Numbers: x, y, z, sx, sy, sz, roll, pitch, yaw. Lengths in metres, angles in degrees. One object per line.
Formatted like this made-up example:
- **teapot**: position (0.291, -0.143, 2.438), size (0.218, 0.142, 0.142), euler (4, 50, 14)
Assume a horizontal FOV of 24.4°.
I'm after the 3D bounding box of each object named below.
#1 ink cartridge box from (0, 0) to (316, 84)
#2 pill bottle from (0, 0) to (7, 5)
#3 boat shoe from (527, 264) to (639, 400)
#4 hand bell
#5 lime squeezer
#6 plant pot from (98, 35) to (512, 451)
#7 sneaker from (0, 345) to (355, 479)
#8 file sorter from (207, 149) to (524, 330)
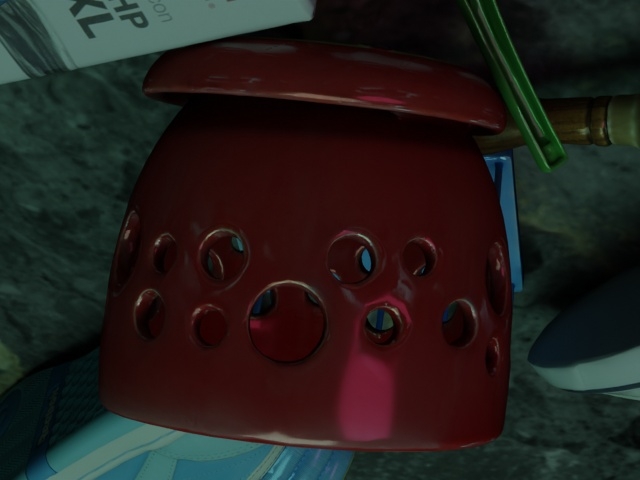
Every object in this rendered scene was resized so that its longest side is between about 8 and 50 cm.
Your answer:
- **ink cartridge box**: position (-0.171, -0.183, 0.631), size (0.307, 0.129, 0.223), euler (-9, 136, 20)
- **pill bottle**: position (-0.129, -0.125, 0.523), size (0.160, 0.087, 0.087), euler (-25, 129, 32)
- **boat shoe**: position (0.221, 0.061, 0.807), size (0.088, 0.096, 0.267), euler (52, 146, -12)
- **hand bell**: position (0.136, -0.063, 0.754), size (0.242, 0.126, 0.126), euler (4, 141, 27)
- **lime squeezer**: position (0.065, -0.166, 0.640), size (0.110, 0.059, 0.310), euler (24, 147, 28)
- **plant pot**: position (0.000, 0.000, 0.690), size (0.191, 0.174, 0.191), euler (7, -179, 0)
- **sneaker**: position (-0.110, 0.170, 1.031), size (0.319, 0.127, 0.208), euler (-29, 125, 37)
- **file sorter**: position (0.026, 0.023, 0.850), size (0.170, 0.104, 0.118), euler (-1, 139, 11)
